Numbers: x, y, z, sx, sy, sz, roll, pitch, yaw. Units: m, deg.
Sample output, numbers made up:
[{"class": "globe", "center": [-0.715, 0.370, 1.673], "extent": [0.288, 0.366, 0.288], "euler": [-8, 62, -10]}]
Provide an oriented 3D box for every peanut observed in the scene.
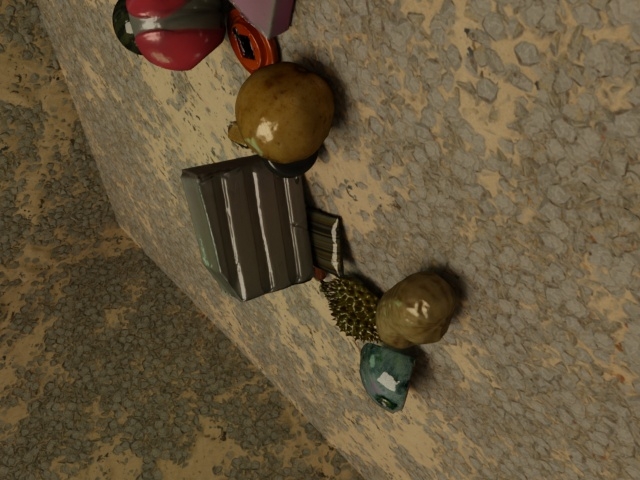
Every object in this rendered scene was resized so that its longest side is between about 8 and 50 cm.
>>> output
[{"class": "peanut", "center": [0.261, 0.203, 1.828], "extent": [0.192, 0.169, 0.387], "euler": [47, 157, 5]}]

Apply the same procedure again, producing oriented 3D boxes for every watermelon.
[{"class": "watermelon", "center": [0.202, 0.467, 2.172], "extent": [0.188, 0.175, 0.321], "euler": [14, 142, 11]}, {"class": "watermelon", "center": [-0.550, -0.688, 2.069], "extent": [0.212, 0.212, 0.212], "euler": [40, 151, 28]}]

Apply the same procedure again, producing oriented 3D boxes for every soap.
[{"class": "soap", "center": [-0.225, -0.044, 2.064], "extent": [0.213, 0.350, 0.434], "euler": [15, 121, 54]}, {"class": "soap", "center": [-0.138, -0.640, 1.567], "extent": [0.181, 0.081, 0.259], "euler": [46, 152, 14]}]

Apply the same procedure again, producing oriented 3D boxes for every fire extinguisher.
[{"class": "fire extinguisher", "center": [0.002, 0.098, 2.267], "extent": [0.062, 0.050, 0.177], "euler": [35, 150, 21]}]

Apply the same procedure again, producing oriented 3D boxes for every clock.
[{"class": "clock", "center": [-0.192, -0.543, 1.811], "extent": [0.205, 0.051, 0.205], "euler": [40, 152, 26]}]

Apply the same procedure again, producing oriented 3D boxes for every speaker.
[{"class": "speaker", "center": [-0.402, -0.626, 1.807], "extent": [0.294, 0.294, 0.294], "euler": [40, 151, 28]}]

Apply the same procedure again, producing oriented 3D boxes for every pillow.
[{"class": "pillow", "center": [0.000, 0.000, 2.116], "extent": [0.208, 0.052, 0.212], "euler": [23, 126, 47]}]

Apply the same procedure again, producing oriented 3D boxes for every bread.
[{"class": "bread", "center": [-0.261, -0.350, 2.166], "extent": [0.106, 0.053, 0.072], "euler": [34, 124, 32]}]

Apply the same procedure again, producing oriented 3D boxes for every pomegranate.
[{"class": "pomegranate", "center": [-0.093, -0.328, 1.685], "extent": [0.260, 0.260, 0.260], "euler": [40, 151, 28]}]

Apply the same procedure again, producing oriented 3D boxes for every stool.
[{"class": "stool", "center": [-0.089, -0.279, 1.880], "extent": [0.153, 0.227, 0.139], "euler": [13, 176, -15]}]

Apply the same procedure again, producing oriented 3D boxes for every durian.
[{"class": "durian", "center": [0.119, 0.212, 2.127], "extent": [0.306, 0.166, 0.172], "euler": [31, 110, 17]}]
